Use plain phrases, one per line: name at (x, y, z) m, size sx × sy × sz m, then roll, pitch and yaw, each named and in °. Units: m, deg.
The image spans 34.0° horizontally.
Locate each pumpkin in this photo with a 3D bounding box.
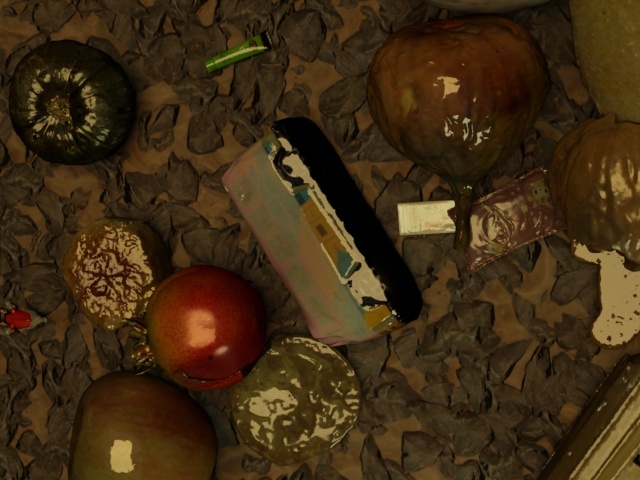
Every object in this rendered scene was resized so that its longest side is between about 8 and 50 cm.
pumpkin at (-0.429, -0.235, 1.798) m, size 0.224 × 0.157 × 0.223 m, roll 2°, pitch 103°, yaw 9°

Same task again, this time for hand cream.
hand cream at (-0.140, -0.322, 1.800) m, size 0.122 × 0.023 × 0.036 m, roll -22°, pitch 84°, yaw 8°

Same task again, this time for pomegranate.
pomegranate at (-0.203, 0.146, 1.733) m, size 0.235 × 0.210 × 0.210 m, roll -13°, pitch 89°, yaw -7°

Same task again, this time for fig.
fig at (0.206, -0.162, 1.632) m, size 0.286 × 0.286 × 0.368 m, roll 5°, pitch 110°, yaw 12°

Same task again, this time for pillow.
pillow at (0.303, -0.035, 1.701) m, size 0.185 × 0.043 × 0.118 m, roll -24°, pitch 91°, yaw 1°

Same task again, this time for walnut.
walnut at (0.435, -0.065, 1.546) m, size 0.238 × 0.141 × 0.204 m, roll 38°, pitch 140°, yaw 13°

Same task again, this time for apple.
apple at (-0.296, 0.345, 1.745) m, size 0.234 × 0.257 × 0.257 m, roll 7°, pitch 94°, yaw -14°

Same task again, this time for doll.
doll at (-0.539, 0.143, 1.894) m, size 0.114 × 0.039 × 0.057 m, roll 2°, pitch 63°, yaw 22°

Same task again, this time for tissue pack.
tissue pack at (0.183, -0.038, 1.738) m, size 0.108 × 0.023 × 0.056 m, roll -2°, pitch 92°, yaw 12°

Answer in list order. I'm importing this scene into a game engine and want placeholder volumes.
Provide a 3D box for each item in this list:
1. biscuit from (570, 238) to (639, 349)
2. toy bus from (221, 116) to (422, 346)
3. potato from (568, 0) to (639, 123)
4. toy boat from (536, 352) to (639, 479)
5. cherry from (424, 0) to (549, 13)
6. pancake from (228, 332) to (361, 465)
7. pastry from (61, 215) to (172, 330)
biscuit at (0.498, 0.014, 1.659) m, size 0.197 × 0.049 × 0.301 m, roll -11°, pitch 90°, yaw 13°
toy bus at (0.000, 0.000, 1.715) m, size 0.162 × 0.171 × 0.386 m, roll -34°, pitch 85°, yaw 21°
potato at (0.604, -0.325, 1.511) m, size 0.385 × 0.319 × 0.442 m, roll -4°, pitch 112°, yaw 50°
toy boat at (0.460, 0.350, 1.639) m, size 0.162 × 0.136 × 0.445 m, roll 33°, pitch 97°, yaw 4°
cherry at (0.246, -0.483, 1.568) m, size 0.335 × 0.291 × 0.326 m, roll 47°, pitch 62°, yaw -6°
pancake at (-0.044, 0.270, 1.789) m, size 0.222 × 0.042 × 0.236 m, roll 28°, pitch 100°, yaw 5°
pastry at (-0.349, 0.054, 1.821) m, size 0.182 × 0.093 × 0.192 m, roll -28°, pitch 90°, yaw 11°
